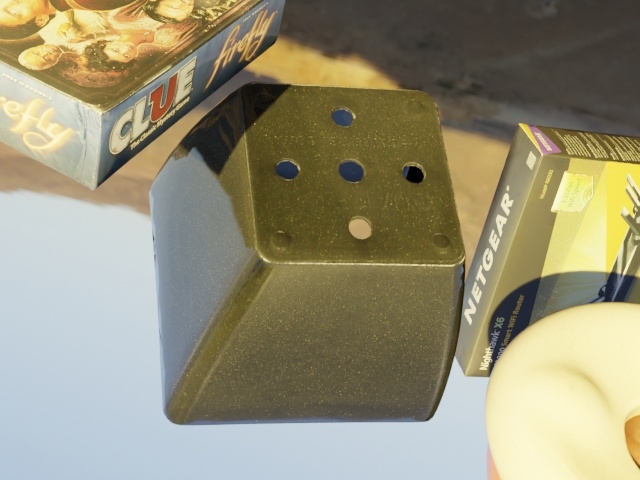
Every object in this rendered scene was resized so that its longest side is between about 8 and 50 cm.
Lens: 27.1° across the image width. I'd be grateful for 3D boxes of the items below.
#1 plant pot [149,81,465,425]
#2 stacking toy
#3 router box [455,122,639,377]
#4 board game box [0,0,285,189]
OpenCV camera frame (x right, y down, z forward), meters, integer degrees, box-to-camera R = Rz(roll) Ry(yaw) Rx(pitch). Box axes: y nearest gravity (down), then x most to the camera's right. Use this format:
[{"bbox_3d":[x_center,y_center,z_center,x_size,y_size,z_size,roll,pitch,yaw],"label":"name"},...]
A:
[{"bbox_3d":[0.000,0.000,0.852,0.188,0.187,0.167,2,150,-16],"label":"plant pot"},{"bbox_3d":[0.248,0.324,1.250,0.350,0.480,0.351,13,-139,-11],"label":"stacking toy"},{"bbox_3d":[0.309,0.024,1.569,0.242,0.309,0.081,4,-149,-17],"label":"router box"},{"bbox_3d":[-0.158,-0.128,0.627,0.243,0.042,0.165,27,-140,13],"label":"board game box"}]
